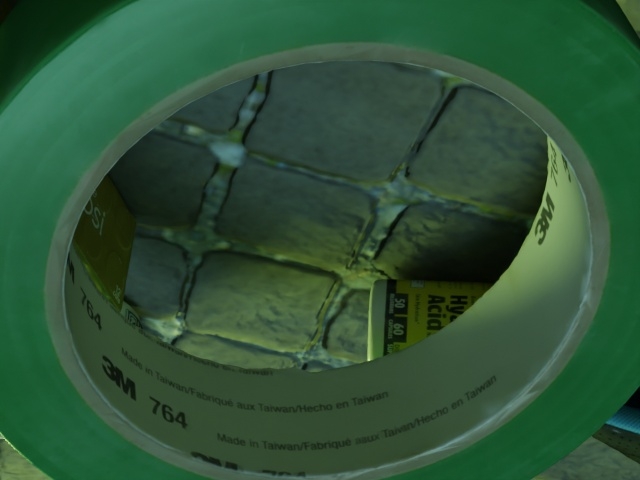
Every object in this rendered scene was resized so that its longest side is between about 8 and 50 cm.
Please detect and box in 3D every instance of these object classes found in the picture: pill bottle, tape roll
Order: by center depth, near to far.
[{"bbox_3d":[0.000,0.000,0.626,0.321,0.077,0.321,-5,129,-6],"label":"tape roll"},{"bbox_3d":[0.084,0.054,0.771,0.116,0.065,0.065,1,142,4],"label":"pill bottle"}]

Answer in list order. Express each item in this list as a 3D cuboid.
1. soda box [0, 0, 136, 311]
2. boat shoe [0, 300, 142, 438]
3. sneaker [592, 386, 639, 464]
[{"bbox_3d":[-0.149,-0.038,0.683,0.058,0.061,0.181,-6,140,14],"label":"soda box"},{"bbox_3d":[-0.238,0.075,0.817,0.268,0.088,0.096,5,142,-1],"label":"boat shoe"},{"bbox_3d":[0.267,0.046,0.690,0.140,0.125,0.341,24,138,-20],"label":"sneaker"}]
